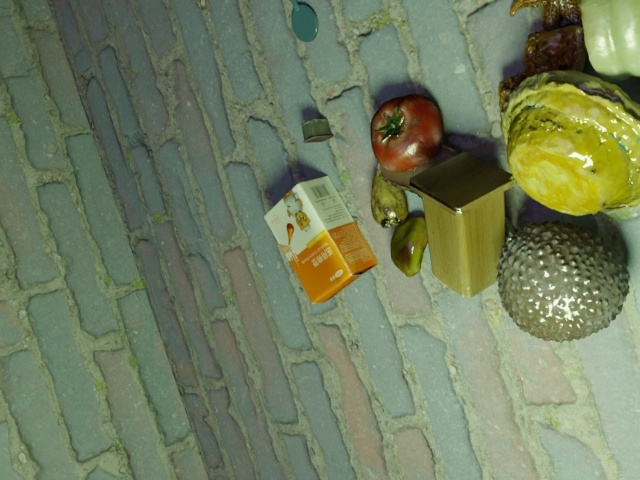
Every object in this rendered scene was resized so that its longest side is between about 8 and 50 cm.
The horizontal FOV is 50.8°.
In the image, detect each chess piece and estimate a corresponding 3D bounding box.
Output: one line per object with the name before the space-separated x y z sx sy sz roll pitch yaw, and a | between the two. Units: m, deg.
chess piece | 0.725 -0.449 1.226 0.442 0.234 0.234 -5 100 42

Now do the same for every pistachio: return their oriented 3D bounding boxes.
pistachio | 0.251 0.016 1.925 0.110 0.100 0.189 31 125 29

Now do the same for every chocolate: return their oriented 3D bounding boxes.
chocolate | 0.279 -0.195 1.832 0.261 0.083 0.161 34 99 36

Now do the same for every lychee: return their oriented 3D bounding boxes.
lychee | 0.546 0.088 1.530 0.300 0.300 0.300 17 115 40

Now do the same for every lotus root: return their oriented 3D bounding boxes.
lotus root | 0.194 -0.131 1.942 0.108 0.094 0.191 -8 91 24

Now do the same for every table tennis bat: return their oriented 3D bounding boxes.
table tennis bat | -0.056 -0.676 2.044 0.100 0.019 0.155 -31 84 46

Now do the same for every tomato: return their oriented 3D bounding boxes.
tomato | 0.214 -0.294 1.802 0.225 0.085 0.225 -8 76 34

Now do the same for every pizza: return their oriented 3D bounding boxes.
pizza | 0.497 -0.365 1.548 0.161 0.085 0.305 41 134 13

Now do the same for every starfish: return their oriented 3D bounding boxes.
starfish | 0.528 -0.539 1.505 0.240 0.043 0.227 -4 100 48

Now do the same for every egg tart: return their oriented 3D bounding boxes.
egg tart | 0.535 -0.182 1.443 0.388 0.169 0.388 36 159 16

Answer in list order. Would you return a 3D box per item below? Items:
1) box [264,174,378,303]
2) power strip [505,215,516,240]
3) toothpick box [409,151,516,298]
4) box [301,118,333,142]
box | 0.000 0.000 2.134 0.225 0.143 0.341 -40 75 44
power strip | 0.497 0.020 1.736 0.047 0.030 0.191 -32 80 46
toothpick box | 0.360 -0.030 1.680 0.187 0.190 0.308 38 150 46
box | -0.012 -0.338 2.073 0.060 0.084 0.063 -14 89 47
